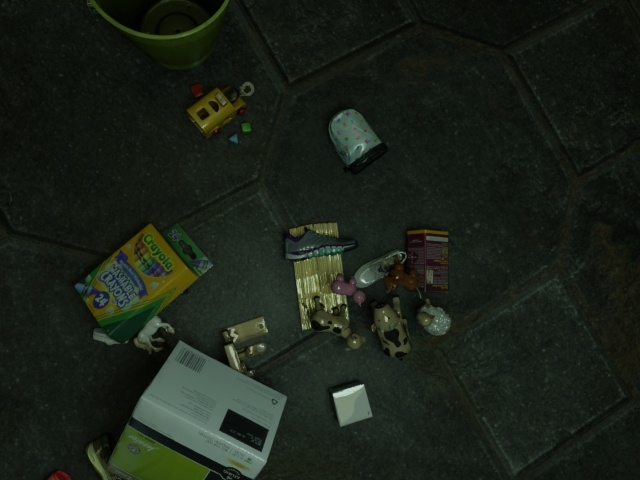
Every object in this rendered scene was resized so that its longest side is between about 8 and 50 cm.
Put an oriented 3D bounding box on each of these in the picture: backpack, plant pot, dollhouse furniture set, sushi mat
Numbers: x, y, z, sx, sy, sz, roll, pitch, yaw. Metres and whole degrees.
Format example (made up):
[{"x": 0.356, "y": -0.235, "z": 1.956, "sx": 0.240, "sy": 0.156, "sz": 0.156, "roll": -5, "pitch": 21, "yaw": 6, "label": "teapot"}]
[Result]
[{"x": 0.105, "y": -0.311, "z": 1.561, "sx": 0.152, "sy": 0.115, "sz": 0.182, "roll": -35, "pitch": 88, "yaw": -6, "label": "backpack"}, {"x": -0.411, "y": -0.642, "z": 1.395, "sx": 0.367, "sy": 0.353, "sz": 0.365, "roll": 1, "pitch": 85, "yaw": -8, "label": "plant pot"}, {"x": -0.198, "y": 0.308, "z": 1.454, "sx": 0.123, "sy": 0.151, "sz": 0.143, "roll": -18, "pitch": 90, "yaw": -9, "label": "dollhouse furniture set"}, {"x": -0.003, "y": 0.106, "z": 1.562, "sx": 0.152, "sy": 0.019, "sz": 0.316, "roll": -7, "pitch": 87, "yaw": -9, "label": "sushi mat"}]

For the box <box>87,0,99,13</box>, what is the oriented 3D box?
[{"x": -0.654, "y": -0.763, "z": 1.522, "sx": 0.059, "sy": 0.054, "sz": 0.168, "roll": 0, "pitch": 86, "yaw": -7, "label": "box"}]

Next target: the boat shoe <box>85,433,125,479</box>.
[{"x": -0.557, "y": 0.639, "z": 1.417, "sx": 0.073, "sy": 0.080, "sz": 0.223, "roll": -37, "pitch": 87, "yaw": -4, "label": "boat shoe"}]

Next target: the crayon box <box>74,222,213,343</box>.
[{"x": -0.490, "y": 0.098, "z": 1.424, "sx": 0.323, "sy": 0.083, "sz": 0.203, "roll": -42, "pitch": 63, "yaw": -9, "label": "crayon box"}]

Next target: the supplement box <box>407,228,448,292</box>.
[{"x": 0.327, "y": 0.064, "z": 1.562, "sx": 0.104, "sy": 0.081, "sz": 0.188, "roll": 4, "pitch": 85, "yaw": -33, "label": "supplement box"}]

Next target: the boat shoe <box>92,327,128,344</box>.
[{"x": -0.600, "y": 0.280, "z": 1.464, "sx": 0.100, "sy": 0.035, "sz": 0.035, "roll": 16, "pitch": 111, "yaw": -10, "label": "boat shoe"}]

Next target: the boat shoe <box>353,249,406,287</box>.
[{"x": 0.183, "y": 0.086, "z": 1.566, "sx": 0.184, "sy": 0.063, "sz": 0.066, "roll": -24, "pitch": 89, "yaw": -9, "label": "boat shoe"}]

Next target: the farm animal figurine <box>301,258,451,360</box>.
[{"x": 0.163, "y": 0.229, "z": 1.449, "sx": 0.331, "sy": 0.172, "sz": 0.326, "roll": -30, "pitch": 121, "yaw": 21, "label": "farm animal figurine"}]

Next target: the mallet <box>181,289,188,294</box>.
[{"x": -0.479, "y": 0.150, "z": 1.490, "sx": 0.190, "sy": 0.039, "sz": 0.062, "roll": -18, "pitch": 91, "yaw": -4, "label": "mallet"}]

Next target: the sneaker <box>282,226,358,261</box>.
[{"x": 0.000, "y": 0.000, "z": 1.521, "sx": 0.224, "sy": 0.083, "sz": 0.098, "roll": -9, "pitch": 83, "yaw": -9, "label": "sneaker"}]

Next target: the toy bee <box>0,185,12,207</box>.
[{"x": -0.980, "y": -0.022, "z": 1.369, "sx": 0.196, "sy": 0.162, "sz": 0.297, "roll": 8, "pitch": 85, "yaw": -5, "label": "toy bee"}]

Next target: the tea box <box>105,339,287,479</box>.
[{"x": -0.315, "y": 0.496, "z": 1.321, "sx": 0.329, "sy": 0.220, "sz": 0.323, "roll": 30, "pitch": 118, "yaw": -5, "label": "tea box"}]

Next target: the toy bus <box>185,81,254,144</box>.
[{"x": -0.297, "y": -0.397, "z": 1.517, "sx": 0.191, "sy": 0.104, "sz": 0.202, "roll": 4, "pitch": 86, "yaw": -8, "label": "toy bus"}]

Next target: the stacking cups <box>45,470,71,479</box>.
[{"x": -0.802, "y": 0.766, "z": 1.374, "sx": 0.316, "sy": 0.096, "sz": 0.096, "roll": -44, "pitch": 92, "yaw": -12, "label": "stacking cups"}]

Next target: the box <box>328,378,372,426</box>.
[{"x": 0.086, "y": 0.476, "z": 1.511, "sx": 0.101, "sy": 0.087, "sz": 0.101, "roll": -14, "pitch": 88, "yaw": -9, "label": "box"}]

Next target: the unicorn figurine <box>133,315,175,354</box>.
[{"x": -0.473, "y": 0.244, "z": 1.455, "sx": 0.111, "sy": 0.060, "sz": 0.161, "roll": 34, "pitch": 84, "yaw": -20, "label": "unicorn figurine"}]
